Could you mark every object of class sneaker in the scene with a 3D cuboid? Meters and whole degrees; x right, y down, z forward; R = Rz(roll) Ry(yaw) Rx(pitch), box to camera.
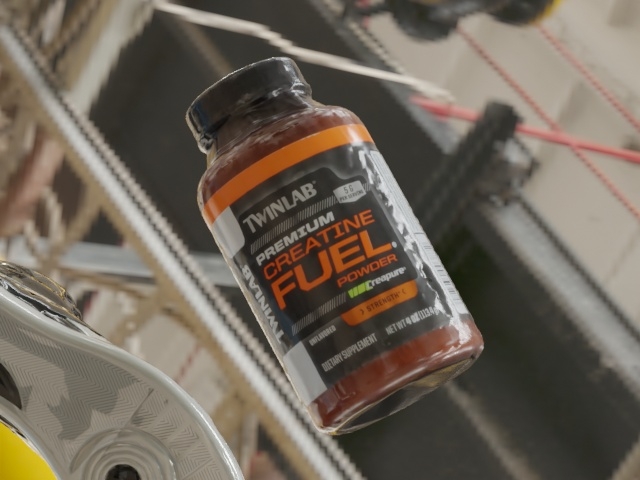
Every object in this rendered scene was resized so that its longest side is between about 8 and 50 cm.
[{"bbox_3d":[-0.120,0.072,1.024,0.217,0.121,0.079,37,-83,1],"label":"sneaker"}]

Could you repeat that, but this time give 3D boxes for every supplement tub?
[{"bbox_3d":[0.000,0.000,1.093,0.106,0.106,0.198,-39,-105,37],"label":"supplement tub"}]
